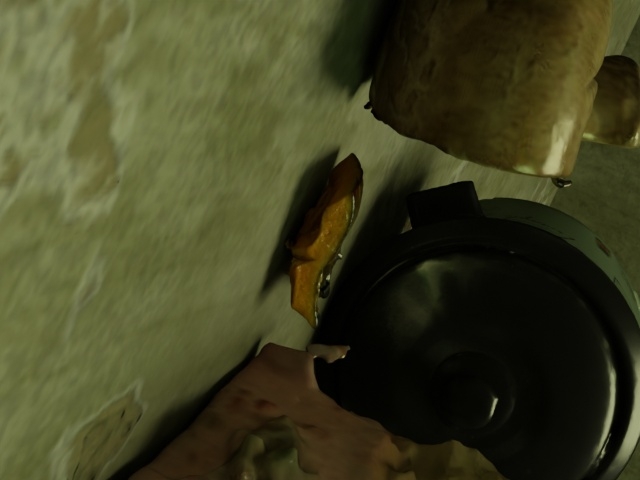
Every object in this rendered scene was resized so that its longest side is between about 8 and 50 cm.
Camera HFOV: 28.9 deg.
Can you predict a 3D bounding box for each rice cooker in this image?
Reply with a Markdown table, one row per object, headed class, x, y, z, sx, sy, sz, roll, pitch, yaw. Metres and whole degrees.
| class | x | y | z | sx | sy | sz | roll | pitch | yaw |
| --- | --- | --- | --- | --- | --- | --- | --- | --- | --- |
| rice cooker | 0.128 | 0.090 | 0.952 | 0.227 | 0.241 | 0.280 | -38 | 116 | -72 |

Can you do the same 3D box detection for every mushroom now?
| class | x | y | z | sx | sy | sz | roll | pitch | yaw |
| --- | --- | --- | --- | --- | --- | --- | --- | --- | --- |
| mushroom | 0.113 | -0.133 | 0.692 | 0.285 | 0.156 | 0.151 | -63 | 163 | -70 |

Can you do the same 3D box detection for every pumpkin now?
| class | x | y | z | sx | sy | sz | roll | pitch | yaw |
| --- | --- | --- | --- | --- | --- | --- | --- | --- | --- |
| pumpkin | 0.000 | -0.002 | 0.729 | 0.073 | 0.035 | 0.101 | -63 | 170 | -66 |

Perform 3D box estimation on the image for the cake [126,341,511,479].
| class | x | y | z | sx | sy | sz | roll | pitch | yaw |
| --- | --- | --- | --- | --- | --- | --- | --- | --- | --- |
| cake | 0.003 | 0.275 | 0.672 | 0.293 | 0.307 | 0.314 | -66 | 167 | 22 |
